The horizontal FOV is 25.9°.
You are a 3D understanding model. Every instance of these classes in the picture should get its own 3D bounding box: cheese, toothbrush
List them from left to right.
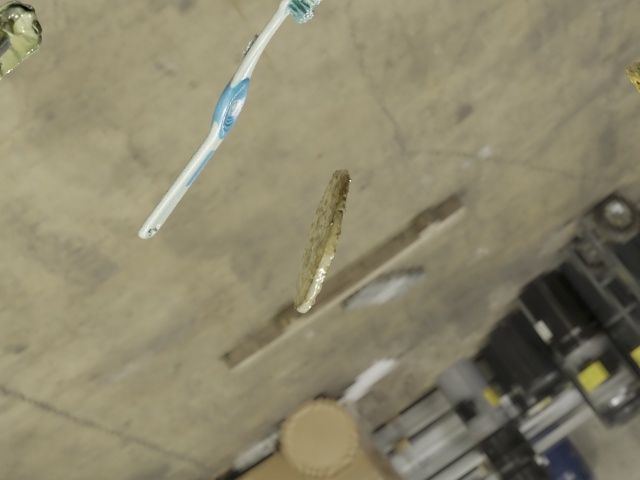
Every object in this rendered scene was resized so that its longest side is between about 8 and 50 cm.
[{"bbox_3d":[-0.339,-0.112,1.171,0.235,0.050,0.127,-26,-154,30],"label":"cheese"},{"bbox_3d":[-0.106,-0.144,1.532,0.040,0.040,0.386,-7,142,-54],"label":"toothbrush"}]

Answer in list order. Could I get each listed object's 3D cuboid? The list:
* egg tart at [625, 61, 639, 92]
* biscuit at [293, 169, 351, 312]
[{"bbox_3d":[0.303,-0.118,1.098,0.130,0.130,0.052,-9,107,-53],"label":"egg tart"},{"bbox_3d":[0.000,0.000,1.352,0.020,0.152,0.152,16,145,-7],"label":"biscuit"}]
